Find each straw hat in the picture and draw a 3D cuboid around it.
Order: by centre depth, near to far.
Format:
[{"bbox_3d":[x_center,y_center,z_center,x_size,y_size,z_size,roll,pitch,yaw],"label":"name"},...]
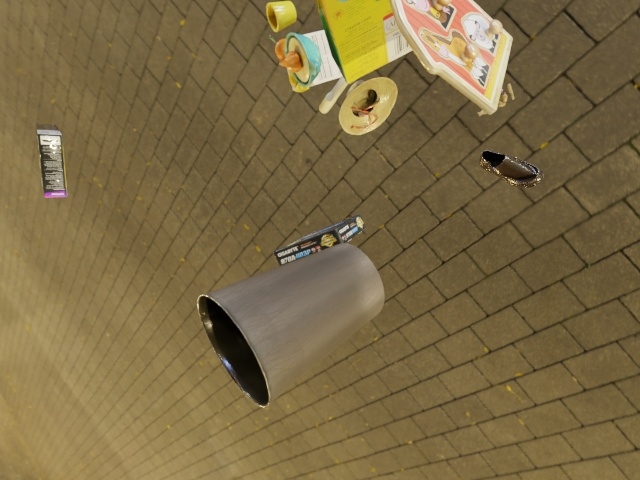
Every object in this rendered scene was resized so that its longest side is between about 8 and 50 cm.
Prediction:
[{"bbox_3d":[0.086,-0.297,0.859,0.144,0.145,0.061,-53,53,40],"label":"straw hat"}]

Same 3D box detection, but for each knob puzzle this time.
[{"bbox_3d":[0.166,-0.274,0.511,0.213,0.213,0.030,56,147,2],"label":"knob puzzle"}]

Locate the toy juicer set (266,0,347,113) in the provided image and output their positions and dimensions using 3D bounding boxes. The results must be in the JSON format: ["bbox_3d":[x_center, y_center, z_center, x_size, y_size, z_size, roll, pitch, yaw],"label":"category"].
[{"bbox_3d":[-0.053,-0.451,1.088,0.328,0.090,0.209,58,163,17],"label":"toy juicer set"}]

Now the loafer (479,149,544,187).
[{"bbox_3d":[0.610,-0.236,1.333,0.220,0.078,0.080,32,97,39],"label":"loafer"}]

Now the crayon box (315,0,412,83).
[{"bbox_3d":[0.089,-0.414,0.640,0.203,0.318,0.081,-25,72,6],"label":"crayon box"}]

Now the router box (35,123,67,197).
[{"bbox_3d":[-0.600,-0.181,0.908,0.179,0.046,0.133,32,120,49],"label":"router box"}]

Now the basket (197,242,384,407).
[{"bbox_3d":[-0.030,0.103,0.592,0.204,0.227,0.154,15,124,54],"label":"basket"}]

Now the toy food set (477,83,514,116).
[{"bbox_3d":[0.592,-0.485,1.400,0.122,0.019,0.077,-20,112,17],"label":"toy food set"}]

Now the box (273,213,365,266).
[{"bbox_3d":[0.000,0.000,1.171,0.221,0.175,0.051,-21,96,31],"label":"box"}]

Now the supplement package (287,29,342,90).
[{"bbox_3d":[0.006,-0.794,1.779,0.199,0.263,0.197,21,132,57],"label":"supplement package"}]
